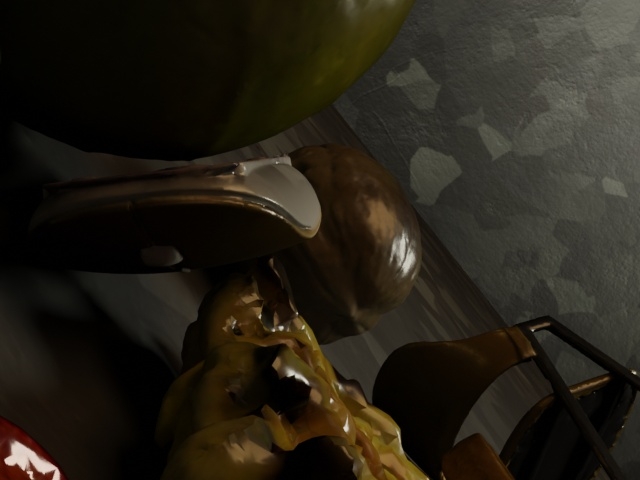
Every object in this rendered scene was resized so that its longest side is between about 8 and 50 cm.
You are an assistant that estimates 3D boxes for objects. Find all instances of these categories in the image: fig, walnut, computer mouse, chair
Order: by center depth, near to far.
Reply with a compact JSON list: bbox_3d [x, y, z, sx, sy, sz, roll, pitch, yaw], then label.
[{"bbox_3d":[-0.068,-0.013,0.707,0.245,0.126,0.056,-33,116,-85],"label":"computer mouse"},{"bbox_3d":[-0.096,-0.179,0.756,0.316,0.316,0.316,51,8,-10],"label":"fig"},{"bbox_3d":[0.001,0.001,0.985,0.140,0.140,0.162,44,15,-47],"label":"walnut"},{"bbox_3d":[0.177,0.168,1.061,0.172,0.158,0.247,-7,39,-34],"label":"chair"}]

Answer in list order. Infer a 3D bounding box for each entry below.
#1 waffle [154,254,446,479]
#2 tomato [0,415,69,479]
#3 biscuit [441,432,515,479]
[{"bbox_3d":[0.052,0.186,0.654,0.379,0.095,0.382,52,5,-8],"label":"waffle"},{"bbox_3d":[-0.075,0.115,0.267,0.166,0.082,0.174,58,5,9],"label":"tomato"},{"bbox_3d":[0.122,0.185,0.644,0.249,0.035,0.184,57,2,41],"label":"biscuit"}]
